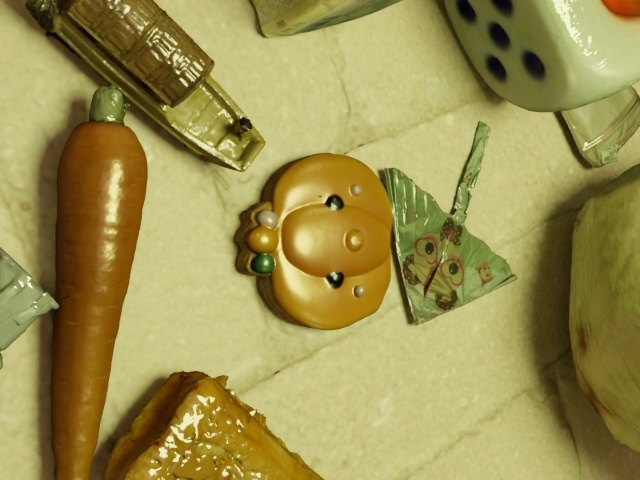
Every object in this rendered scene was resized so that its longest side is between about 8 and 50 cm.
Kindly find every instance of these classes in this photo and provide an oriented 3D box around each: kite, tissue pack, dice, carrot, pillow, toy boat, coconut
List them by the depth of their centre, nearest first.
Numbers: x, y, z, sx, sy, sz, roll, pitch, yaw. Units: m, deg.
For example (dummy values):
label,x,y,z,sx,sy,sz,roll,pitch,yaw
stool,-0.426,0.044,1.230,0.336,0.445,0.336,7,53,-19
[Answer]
label,x,y,z,sx,sy,sz,roll,pitch,yaw
carrot,-0.175,0.047,0.578,0.069,0.069,0.335,5,90,-33
toy boat,-0.132,-0.140,0.594,0.226,0.088,0.068,43,66,-23
tissue pack,0.042,-0.251,0.644,0.148,0.196,0.092,-23,101,-32
dice,0.255,-0.254,0.763,0.193,0.192,0.194,-37,107,-7
coconut,0.449,0.108,0.812,0.415,0.344,0.415,14,55,-21
kite,0.147,-0.019,0.815,0.229,0.012,0.250,34,70,-31
pillow,0.316,-0.203,0.913,0.130,0.038,0.232,-47,110,-17

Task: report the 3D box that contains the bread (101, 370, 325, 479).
label,x,y,z,sx,sy,sz,roll,pitch,yaw
bread,-0.053,0.229,0.639,0.271,0.077,0.139,48,61,-24

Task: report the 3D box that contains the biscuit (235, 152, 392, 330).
label,x,y,z,sx,sy,sz,roll,pitch,yaw
biscuit,0.002,0.000,0.698,0.170,0.050,0.170,2,86,-33

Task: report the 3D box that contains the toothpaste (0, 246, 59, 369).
label,x,y,z,sx,sy,sz,roll,pitch,yaw
toothpaste,-0.309,0.124,0.489,0.299,0.073,0.114,-45,112,-18
